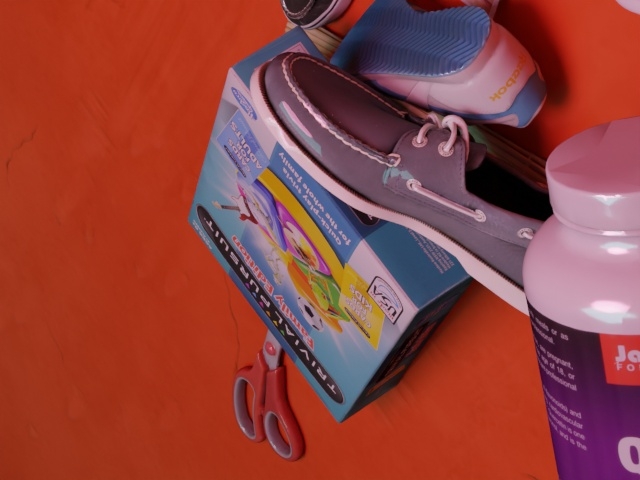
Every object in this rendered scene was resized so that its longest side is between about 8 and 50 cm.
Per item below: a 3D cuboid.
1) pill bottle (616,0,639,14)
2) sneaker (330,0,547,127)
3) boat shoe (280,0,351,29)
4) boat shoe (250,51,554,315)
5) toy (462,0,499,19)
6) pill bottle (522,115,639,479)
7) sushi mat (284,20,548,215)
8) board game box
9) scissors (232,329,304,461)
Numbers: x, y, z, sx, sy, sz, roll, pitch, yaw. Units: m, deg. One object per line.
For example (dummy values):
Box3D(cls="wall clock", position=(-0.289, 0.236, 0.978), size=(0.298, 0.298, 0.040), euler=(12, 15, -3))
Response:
Box3D(cls="pill bottle", position=(0.225, -0.251, 1.067), size=(0.121, 0.121, 0.216), euler=(23, 134, 44))
Box3D(cls="sneaker", position=(0.086, -0.134, 1.390), size=(0.092, 0.087, 0.228), euler=(38, 174, -29))
Box3D(cls="boat shoe", position=(-0.009, -0.250, 1.447), size=(0.078, 0.070, 0.219), euler=(47, 146, 21))
Box3D(cls="boat shoe", position=(0.097, -0.059, 1.347), size=(0.319, 0.116, 0.099), euler=(34, 128, -8))
Box3D(cls="toy", position=(0.098, -0.276, 1.289), size=(0.137, 0.056, 0.237), euler=(45, 145, 21))
Box3D(cls="pill bottle", position=(0.244, 0.083, 1.256), size=(0.181, 0.181, 0.323), euler=(18, 130, 48))
Box3D(cls="sushi mat", position=(0.078, -0.070, 1.521), size=(0.316, 0.019, 0.151), euler=(35, 140, 34))
Box3D(cls="board game box", position=(0.000, 0.000, 1.573), size=(0.254, 0.079, 0.336), euler=(53, 159, 12))
Box3D(cls="scissors", position=(-0.059, 0.118, 1.867), size=(0.109, 0.021, 0.297), euler=(36, 143, 36))
